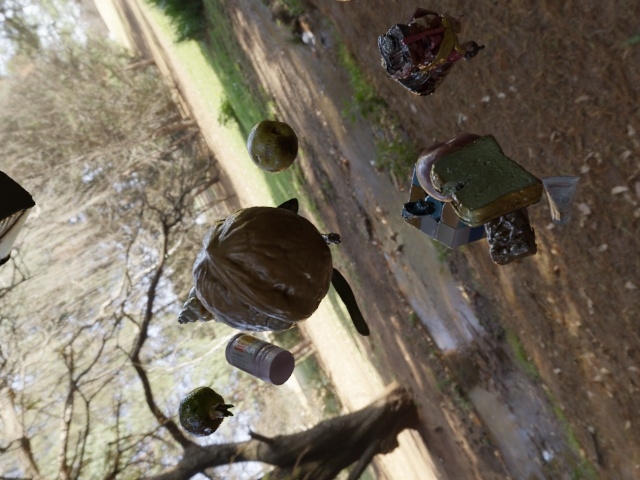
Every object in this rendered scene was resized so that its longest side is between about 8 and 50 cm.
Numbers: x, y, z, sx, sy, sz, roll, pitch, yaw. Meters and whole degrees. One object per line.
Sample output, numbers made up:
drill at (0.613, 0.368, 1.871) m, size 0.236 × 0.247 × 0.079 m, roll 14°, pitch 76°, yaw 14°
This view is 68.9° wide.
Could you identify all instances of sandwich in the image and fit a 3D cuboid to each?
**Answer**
sandwich at (0.488, -0.181, 1.432) m, size 0.095 × 0.249 × 0.273 m, roll 66°, pitch 179°, yaw -49°

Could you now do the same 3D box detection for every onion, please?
onion at (0.308, -0.557, 1.379) m, size 0.207 × 0.206 × 0.216 m, roll 32°, pitch -143°, yaw -18°

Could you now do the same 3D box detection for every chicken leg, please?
chicken leg at (-0.007, -0.003, 1.681) m, size 0.125 × 0.080 × 0.196 m, roll 26°, pitch 154°, yaw -11°

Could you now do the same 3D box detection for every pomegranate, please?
pomegranate at (-0.454, 0.691, 1.895) m, size 0.198 × 0.246 × 0.198 m, roll -10°, pitch -90°, yaw -84°

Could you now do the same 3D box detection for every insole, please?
insole at (0.109, 0.231, 1.810) m, size 0.109 × 0.007 × 0.322 m, roll 11°, pitch -138°, yaw -44°

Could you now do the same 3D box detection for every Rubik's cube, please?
Rubik's cube at (0.680, -0.205, 2.348) m, size 0.344 × 0.347 × 0.346 m, roll 39°, pitch 134°, yaw 45°

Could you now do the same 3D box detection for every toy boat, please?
toy boat at (0.311, -0.103, 1.476) m, size 0.060 × 0.137 × 0.060 m, roll 68°, pitch 150°, yaw 28°

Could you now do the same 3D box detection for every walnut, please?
walnut at (-0.133, 0.066, 1.080) m, size 0.332 × 0.333 × 0.333 m, roll 59°, pitch 172°, yaw 14°

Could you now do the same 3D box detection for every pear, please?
pear at (-0.181, -0.345, 1.752) m, size 0.197 × 0.197 × 0.197 m, roll 59°, pitch 172°, yaw 14°

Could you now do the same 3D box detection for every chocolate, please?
chocolate at (0.641, -0.032, 1.597) m, size 0.093 × 0.148 × 0.213 m, roll 23°, pitch -129°, yaw -41°

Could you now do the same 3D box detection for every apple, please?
apple at (0.533, -0.281, 1.822) m, size 0.234 × 0.306 × 0.306 m, roll 64°, pitch 172°, yaw -12°

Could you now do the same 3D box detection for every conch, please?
conch at (-0.287, 0.150, 1.322) m, size 0.183 × 0.148 × 0.275 m, roll 38°, pitch -156°, yaw 15°

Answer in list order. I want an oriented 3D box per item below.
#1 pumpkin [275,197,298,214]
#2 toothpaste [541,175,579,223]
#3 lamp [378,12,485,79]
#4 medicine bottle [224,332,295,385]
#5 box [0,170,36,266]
pumpkin at (-0.208, -0.040, 2.042) m, size 0.095 × 0.259 × 0.289 m, roll 164°, pitch 101°, yaw -74°
toothpaste at (0.776, -0.136, 1.503) m, size 0.100 × 0.066 × 0.323 m, roll 4°, pitch 163°, yaw 29°
lamp at (0.241, -0.416, 0.974) m, size 0.118 × 0.253 × 0.118 m, roll 46°, pitch 150°, yaw 36°
medicine bottle at (-0.221, 0.424, 1.678) m, size 0.250 × 0.133 × 0.133 m, roll 11°, pitch 135°, yaw 43°
box at (-0.630, -0.001, 0.780) m, size 0.138 × 0.178 × 0.274 m, roll 41°, pitch -154°, yaw -13°
